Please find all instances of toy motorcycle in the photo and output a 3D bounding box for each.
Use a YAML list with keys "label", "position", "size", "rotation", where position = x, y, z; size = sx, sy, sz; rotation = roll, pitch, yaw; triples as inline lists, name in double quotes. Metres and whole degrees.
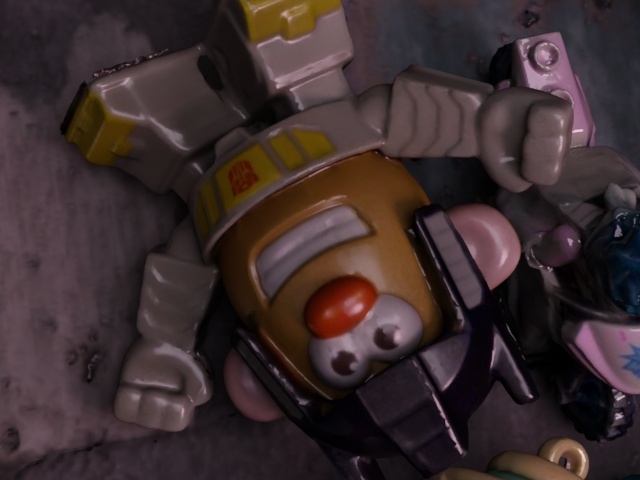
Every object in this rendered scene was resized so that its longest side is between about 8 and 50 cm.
- label: "toy motorcycle"
  position: [0.156, -0.010, 0.971]
  size: [0.108, 0.204, 0.239]
  rotation: [-28, 88, -12]

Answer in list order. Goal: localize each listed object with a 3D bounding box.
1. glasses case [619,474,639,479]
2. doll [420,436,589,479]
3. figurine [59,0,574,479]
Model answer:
- label: "glasses case"
  position: [0.271, 0.194, 0.924]
  size: [0.070, 0.301, 0.117]
  rotation: [24, 75, -36]
- label: "doll"
  position: [0.085, 0.259, 0.947]
  size: [0.208, 0.144, 0.271]
  rotation: [-13, 93, -26]
- label: "figurine"
  position: [0.003, -0.002, 0.944]
  size: [0.143, 0.308, 0.308]
  rotation: [-23, 88, -53]
